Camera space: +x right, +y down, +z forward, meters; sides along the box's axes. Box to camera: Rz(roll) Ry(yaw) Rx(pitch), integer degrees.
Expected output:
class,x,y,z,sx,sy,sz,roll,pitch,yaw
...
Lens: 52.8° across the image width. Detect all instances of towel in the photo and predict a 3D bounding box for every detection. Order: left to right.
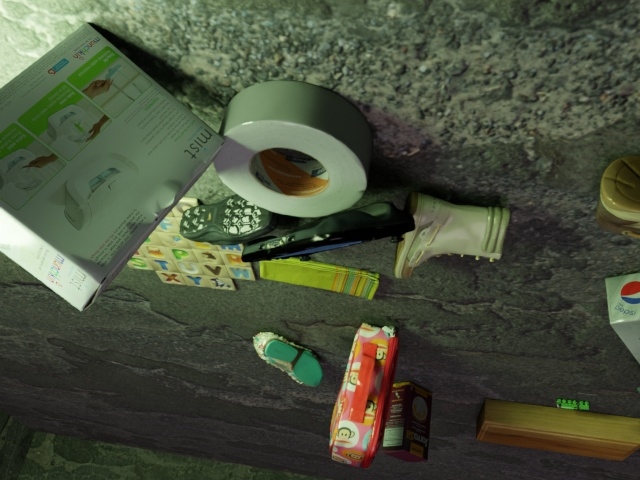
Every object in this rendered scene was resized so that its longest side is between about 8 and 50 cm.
class,x,y,z,sx,sy,sz,roll,pitch,yaw
towel,-0.004,0.075,1.282,0.237,0.021,0.102,10,149,1

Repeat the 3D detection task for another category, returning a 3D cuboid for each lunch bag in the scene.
class,x,y,z,sx,sy,sz,roll,pitch,yaw
lunch bag,0.096,0.335,1.427,0.120,0.293,0.258,12,151,7

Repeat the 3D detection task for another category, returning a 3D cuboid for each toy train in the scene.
class,x,y,z,sx,sy,sz,roll,pitch,yaw
toy train,0.652,0.426,1.667,0.083,0.024,0.017,2,149,14

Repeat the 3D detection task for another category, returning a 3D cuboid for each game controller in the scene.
class,x,y,z,sx,sy,sz,roll,pitch,yaw
game controller,0.000,0.000,1.012,0.166,0.067,0.319,-18,-179,-32

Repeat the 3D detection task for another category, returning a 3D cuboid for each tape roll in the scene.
class,x,y,z,sx,sy,sz,roll,pitch,yaw
tape roll,-0.037,-0.121,0.907,0.219,0.072,0.219,8,149,5

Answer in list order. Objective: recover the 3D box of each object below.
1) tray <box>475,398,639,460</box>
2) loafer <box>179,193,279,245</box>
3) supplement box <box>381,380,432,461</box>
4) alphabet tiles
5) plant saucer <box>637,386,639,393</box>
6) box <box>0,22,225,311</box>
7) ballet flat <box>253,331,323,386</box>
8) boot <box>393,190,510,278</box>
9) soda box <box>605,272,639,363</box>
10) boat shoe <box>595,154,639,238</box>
class,x,y,z,sx,sy,sz,roll,pitch,yaw
tray,0.655,0.533,1.801,0.410,0.076,0.203,6,150,10
loafer,-0.144,-0.030,1.072,0.223,0.076,0.078,-5,162,42
supplement box,0.237,0.492,1.748,0.104,0.188,0.080,31,144,-32
alphabet tiles,-0.282,0.011,1.273,0.284,0.011,0.343,6,150,9
plant saucer,0.819,0.309,1.309,0.317,0.044,0.318,-1,162,0
box,-0.288,-0.093,0.790,0.231,0.262,0.126,40,145,-11
ballet flat,-0.081,0.294,1.643,0.077,0.091,0.241,23,164,50
boot,0.207,0.006,1.043,0.164,0.077,0.213,7,147,2
soda box,0.606,0.160,1.160,0.098,0.091,0.286,-16,141,35
boat shoe,0.537,-0.026,0.834,0.341,0.123,0.123,7,149,16
